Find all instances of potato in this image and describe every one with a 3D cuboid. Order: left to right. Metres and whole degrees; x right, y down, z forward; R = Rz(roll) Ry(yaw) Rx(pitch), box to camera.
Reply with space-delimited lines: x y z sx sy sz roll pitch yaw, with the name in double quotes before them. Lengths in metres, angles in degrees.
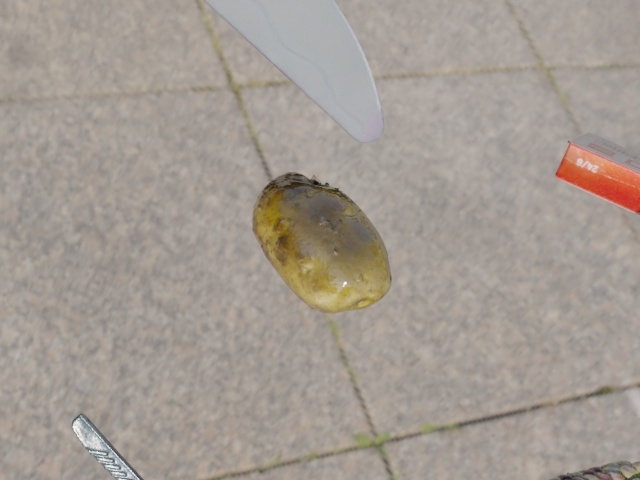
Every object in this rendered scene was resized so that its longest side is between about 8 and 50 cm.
"potato" 0.000 0.000 0.602 0.051 0.040 0.083 -32 57 -14

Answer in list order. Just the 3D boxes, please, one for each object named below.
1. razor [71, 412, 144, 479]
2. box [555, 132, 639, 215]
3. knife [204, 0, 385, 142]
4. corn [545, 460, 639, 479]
"razor" -0.158 0.231 1.158 0.033 0.066 0.190 -38 89 -6
"box" 0.394 -0.055 1.495 0.229 0.050 0.123 26 19 15
"knife" -0.046 -0.132 0.630 0.244 0.058 0.032 34 7 -27
"corn" 0.121 0.188 0.760 0.253 0.086 0.086 -15 65 -29
